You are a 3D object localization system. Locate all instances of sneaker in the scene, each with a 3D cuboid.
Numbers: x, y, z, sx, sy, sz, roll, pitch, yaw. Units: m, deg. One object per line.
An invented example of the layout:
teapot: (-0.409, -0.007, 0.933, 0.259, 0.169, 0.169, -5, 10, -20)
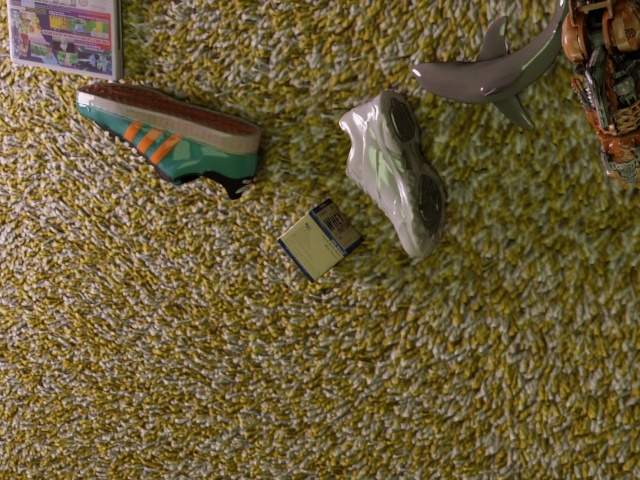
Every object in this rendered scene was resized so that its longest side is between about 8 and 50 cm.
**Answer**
sneaker: (-0.233, -0.144, 1.970, 0.302, 0.108, 0.121, 20, 114, 19)
sneaker: (0.094, -0.084, 1.839, 0.115, 0.090, 0.232, -14, 94, 39)

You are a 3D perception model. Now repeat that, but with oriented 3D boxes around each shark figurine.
shark figurine: (0.243, -0.230, 1.671, 0.166, 0.116, 0.278, 48, 127, 1)

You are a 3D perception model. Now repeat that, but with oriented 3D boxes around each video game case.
video game case: (-0.387, -0.345, 2.022, 0.201, 0.023, 0.183, 13, 116, 23)

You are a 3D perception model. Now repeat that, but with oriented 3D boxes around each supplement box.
supplement box: (0.000, 0.000, 1.933, 0.083, 0.056, 0.083, 50, 125, 2)

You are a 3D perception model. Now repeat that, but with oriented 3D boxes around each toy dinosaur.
toy dinosaur: (0.348, -0.235, 1.545, 0.164, 0.218, 0.322, 14, 117, 24)
